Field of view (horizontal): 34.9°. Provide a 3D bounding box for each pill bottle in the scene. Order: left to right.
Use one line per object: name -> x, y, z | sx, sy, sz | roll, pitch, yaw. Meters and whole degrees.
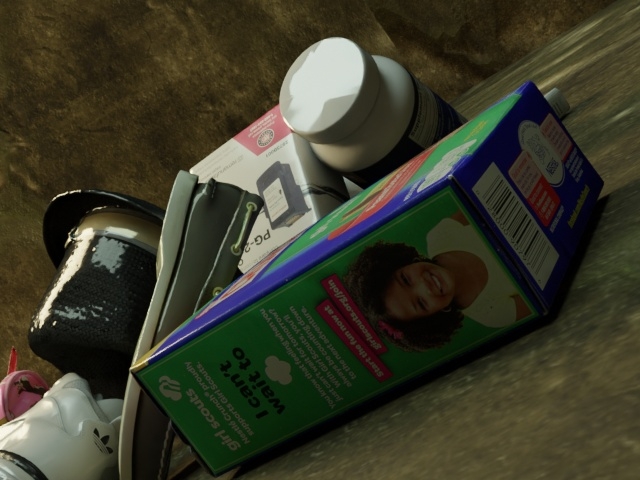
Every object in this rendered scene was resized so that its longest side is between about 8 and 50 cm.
pill bottle -> 0.078, -0.138, 1.269 | 0.153, 0.153, 0.265 | -33, -37, 25

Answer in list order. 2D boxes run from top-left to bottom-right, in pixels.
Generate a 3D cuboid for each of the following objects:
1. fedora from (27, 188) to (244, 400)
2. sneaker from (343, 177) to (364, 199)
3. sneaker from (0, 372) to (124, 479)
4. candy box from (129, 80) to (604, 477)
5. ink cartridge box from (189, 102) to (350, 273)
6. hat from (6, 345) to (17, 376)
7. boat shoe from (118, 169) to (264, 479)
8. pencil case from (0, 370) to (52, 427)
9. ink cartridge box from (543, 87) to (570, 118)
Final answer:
fedora -> -0.218, 0.094, 1.140 | 0.334, 0.334, 0.152 | -28, 25, 57
sneaker -> 0.000, -0.001, 1.502 | 0.182, 0.127, 0.315 | -10, -26, -33
sneaker -> -0.328, 0.260, 1.072 | 0.366, 0.137, 0.210 | -24, 10, 41
candy box -> 0.046, 0.027, 0.818 | 0.317, 0.122, 0.268 | -34, 5, 30
ink cartridge box -> -0.054, -0.025, 1.285 | 0.172, 0.237, 0.100 | -33, -35, 25
hat -> -0.578, 0.329, 1.754 | 0.208, 0.183, 0.173 | -38, 5, -32
boat shoe -> -0.122, 0.084, 0.950 | 0.109, 0.091, 0.305 | 124, 157, -71
pencil case -> -0.577, 0.362, 1.599 | 0.386, 0.167, 0.160 | -34, 42, 11
ink cartridge box -> 0.233, -0.124, 1.464 | 0.208, 0.045, 0.206 | -29, 8, 44
